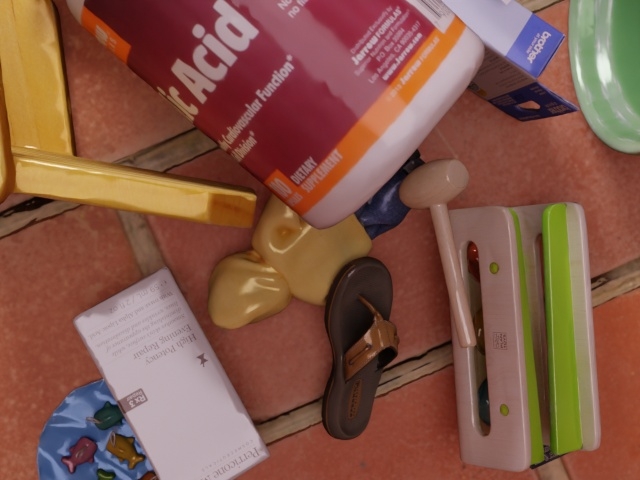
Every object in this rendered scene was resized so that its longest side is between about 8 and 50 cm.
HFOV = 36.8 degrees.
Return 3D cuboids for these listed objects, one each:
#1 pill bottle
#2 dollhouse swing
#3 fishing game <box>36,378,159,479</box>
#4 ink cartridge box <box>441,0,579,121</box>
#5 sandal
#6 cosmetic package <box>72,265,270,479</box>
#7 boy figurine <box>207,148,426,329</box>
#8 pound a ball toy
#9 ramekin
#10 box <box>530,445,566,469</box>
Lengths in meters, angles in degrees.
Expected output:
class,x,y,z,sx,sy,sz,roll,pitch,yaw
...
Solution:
class,x,y,z,sx,sy,sz,roll,pitch,yaw
pill bottle,-0.072,-0.214,0.827,0.392,0.224,0.224,41,90,-6
dollhouse swing,-0.223,-0.160,0.881,0.304,0.347,0.315,-6,94,-4
fishing game,-0.224,0.248,1.067,0.264,0.041,0.189,-41,94,-1
ink cartridge box,0.123,-0.232,0.987,0.311,0.186,0.065,35,89,-6
sandal,0.048,0.124,1.040,0.090,0.060,0.220,-6,110,-41
cosmetic package,-0.159,0.156,1.024,0.117,0.085,0.231,-30,91,-12
boy figurine,0.000,0.000,1.041,0.285,0.092,0.177,-41,124,2
pound a ball toy,0.171,0.076,1.019,0.208,0.135,0.319,-5,90,-36
ramekin,0.384,-0.235,0.961,0.148,0.303,0.304,0,94,-12
box,0.268,0.218,1.117,0.083,0.018,0.067,-24,96,-3
